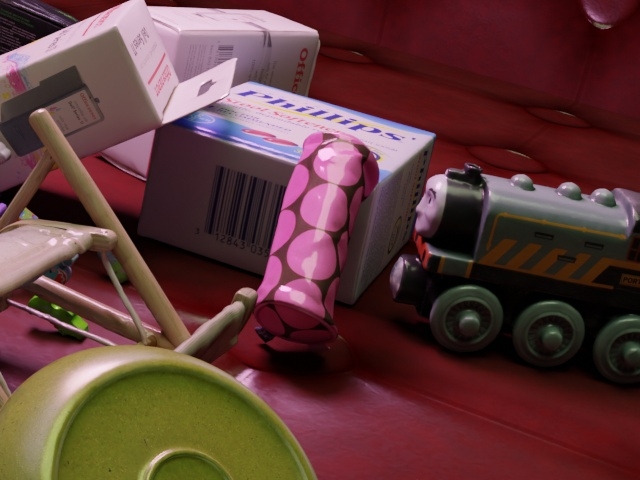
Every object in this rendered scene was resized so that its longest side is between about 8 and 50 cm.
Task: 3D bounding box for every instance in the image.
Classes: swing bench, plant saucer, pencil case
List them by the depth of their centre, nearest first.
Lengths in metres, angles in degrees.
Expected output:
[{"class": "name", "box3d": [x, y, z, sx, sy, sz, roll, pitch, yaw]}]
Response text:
[{"class": "plant saucer", "box3d": [-0.082, 0.160, 0.701, 0.241, 0.037, 0.241, 23, 46, -26]}, {"class": "swing bench", "box3d": [-0.220, 0.058, 0.890, 0.255, 0.165, 0.253, 41, 23, 5]}, {"class": "pencil case", "box3d": [0.000, 0.000, 1.157, 0.095, 0.209, 0.098, -7, -36, 40]}]

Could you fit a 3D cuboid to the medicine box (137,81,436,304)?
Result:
[{"class": "medicine box", "box3d": [-0.030, -0.069, 1.409, 0.264, 0.149, 0.289, 17, 20, 12]}]

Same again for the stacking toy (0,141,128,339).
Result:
[{"class": "stacking toy", "box3d": [-0.290, -0.003, 1.136, 0.221, 0.052, 0.167, 40, 22, -5]}]

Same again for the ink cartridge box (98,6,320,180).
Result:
[{"class": "ink cartridge box", "box3d": [-0.150, -0.203, 1.620, 0.117, 0.207, 0.283, 28, 23, 32]}]

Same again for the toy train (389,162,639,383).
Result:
[{"class": "toy train", "box3d": [0.246, 0.028, 1.250, 0.334, 0.190, 0.142, 11, 19, -6]}]

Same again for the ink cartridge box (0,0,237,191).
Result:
[{"class": "ink cartridge box", "box3d": [-0.276, -0.162, 1.294, 0.354, 0.119, 0.207, -21, 19, 6]}]

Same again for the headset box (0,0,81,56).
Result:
[{"class": "headset box", "box3d": [-0.418, -0.267, 1.650, 0.246, 0.131, 0.283, 20, 10, -40]}]
